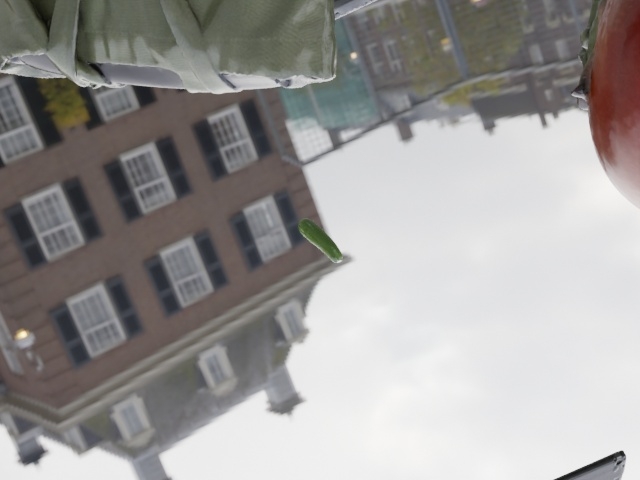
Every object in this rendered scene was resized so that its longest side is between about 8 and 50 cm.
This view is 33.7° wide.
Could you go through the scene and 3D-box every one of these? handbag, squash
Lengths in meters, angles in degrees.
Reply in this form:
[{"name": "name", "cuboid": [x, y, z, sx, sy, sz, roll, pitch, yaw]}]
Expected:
[{"name": "handbag", "cuboid": [-0.121, -0.229, 0.723, 0.316, 0.253, 0.109, 5, -173, 26]}, {"name": "squash", "cuboid": [0.000, -0.001, 1.487, 0.027, 0.027, 0.089, -30, -123, -32]}]

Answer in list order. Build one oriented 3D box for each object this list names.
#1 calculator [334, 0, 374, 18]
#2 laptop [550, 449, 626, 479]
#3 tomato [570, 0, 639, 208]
[{"name": "calculator", "cuboid": [0.006, -0.261, 0.833, 0.274, 0.165, 0.028, -15, -156, 39]}, {"name": "laptop", "cuboid": [0.226, 0.285, 1.048, 0.180, 0.129, 0.016, -15, -148, -26]}, {"name": "tomato", "cuboid": [0.381, -0.156, 0.915, 0.322, 0.321, 0.321, -19, -165, 5]}]
